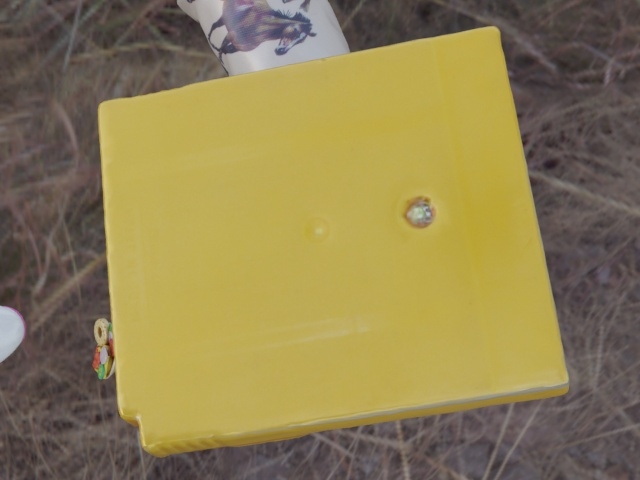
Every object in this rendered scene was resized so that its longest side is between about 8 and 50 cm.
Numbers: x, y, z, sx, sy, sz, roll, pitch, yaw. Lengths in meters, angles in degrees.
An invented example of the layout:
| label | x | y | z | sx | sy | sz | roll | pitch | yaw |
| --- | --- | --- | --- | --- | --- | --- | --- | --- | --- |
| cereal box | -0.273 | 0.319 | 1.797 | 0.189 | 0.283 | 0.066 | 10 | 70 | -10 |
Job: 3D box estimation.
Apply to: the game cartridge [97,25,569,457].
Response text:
| label | x | y | z | sx | sy | sz | roll | pitch | yaw |
| --- | --- | --- | --- | --- | --- | --- | --- | --- | --- |
| game cartridge | 0.000 | 0.000 | 0.867 | 0.323 | 0.053 | 0.285 | -10 | 71 | 8 |

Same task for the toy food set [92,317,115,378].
| label | x | y | z | sx | sy | sz | roll | pitch | yaw |
| --- | --- | --- | --- | --- | --- | --- | --- | --- | --- |
| toy food set | -0.306 | 0.156 | 1.645 | 0.020 | 0.082 | 0.083 | 7 | 99 | -30 |

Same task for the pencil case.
| label | x | y | z | sx | sy | sz | roll | pitch | yaw |
| --- | --- | --- | --- | --- | --- | --- | --- | --- | --- |
| pencil case | -0.012 | -0.146 | 1.339 | 0.160 | 0.183 | 0.410 | -27 | 93 | 0 |

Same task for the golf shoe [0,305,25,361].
| label | x | y | z | sx | sy | sz | roll | pitch | yaw |
| --- | --- | --- | --- | --- | --- | --- | --- | --- | --- |
| golf shoe | -0.547 | 0.170 | 1.604 | 0.306 | 0.140 | 0.115 | -20 | 101 | -29 |
